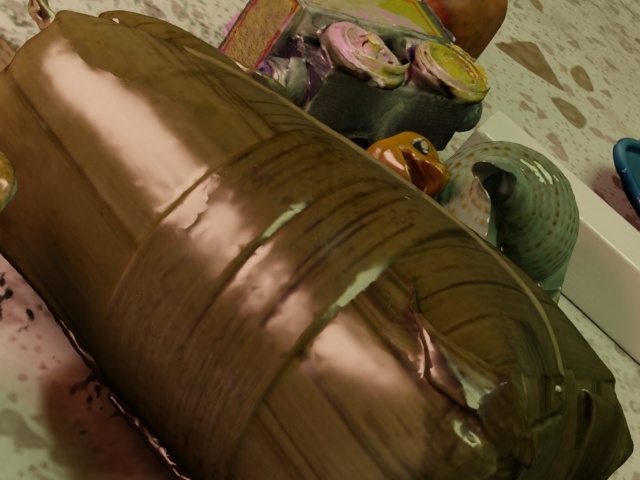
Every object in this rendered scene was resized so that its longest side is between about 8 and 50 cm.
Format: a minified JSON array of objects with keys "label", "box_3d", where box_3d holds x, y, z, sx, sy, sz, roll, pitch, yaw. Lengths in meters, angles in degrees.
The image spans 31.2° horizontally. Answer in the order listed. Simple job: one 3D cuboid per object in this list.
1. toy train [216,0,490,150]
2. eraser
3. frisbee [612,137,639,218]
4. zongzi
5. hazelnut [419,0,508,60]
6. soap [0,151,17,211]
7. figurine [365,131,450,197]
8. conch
[{"label":"toy train","box_3d":[0.038,-0.161,1.092,0.261,0.134,0.177,5,46,-42]},{"label":"eraser","box_3d":[0.260,-0.001,1.169,0.298,0.078,0.076,43,33,6]},{"label":"frisbee","box_3d":[0.426,-0.020,1.381,0.242,0.045,0.242,35,30,-24]},{"label":"zongzi","box_3d":[-0.014,0.017,0.835,0.500,0.218,0.467,45,11,23]},{"label":"hazelnut","box_3d":[0.117,-0.272,1.276,0.182,0.182,0.182,26,35,-20]},{"label":"soap","box_3d":[-0.343,-0.001,0.496,0.339,0.169,0.304,30,34,-16]},{"label":"figurine","box_3d":[0.018,-0.046,0.955,0.176,0.121,0.122,-19,25,-25]},{"label":"conch","box_3d":[0.143,-0.011,1.009,0.200,0.131,0.172,33,69,-46]}]
